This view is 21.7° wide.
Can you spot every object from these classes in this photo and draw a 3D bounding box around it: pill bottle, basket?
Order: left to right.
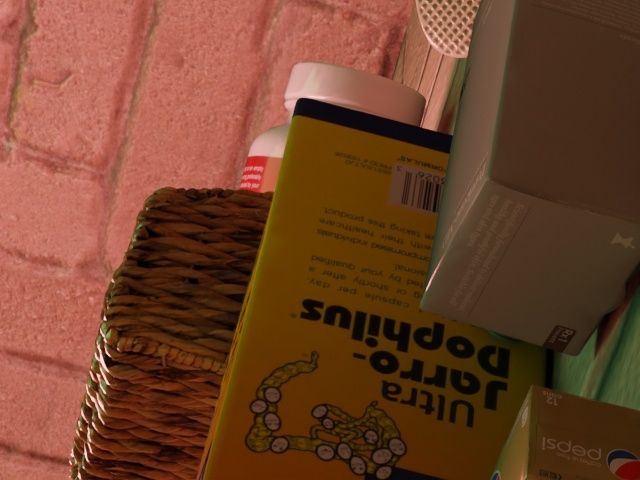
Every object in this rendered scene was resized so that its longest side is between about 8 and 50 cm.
[{"bbox_3d":[-0.035,0.106,1.375,0.223,0.299,0.213,107,177,-46],"label":"basket"},{"bbox_3d":[0.000,0.000,2.061,0.229,0.229,0.407,131,154,-85],"label":"pill bottle"}]

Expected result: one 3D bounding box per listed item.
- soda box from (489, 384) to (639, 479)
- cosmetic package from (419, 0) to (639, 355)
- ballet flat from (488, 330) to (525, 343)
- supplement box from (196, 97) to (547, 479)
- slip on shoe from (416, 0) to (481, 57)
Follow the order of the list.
[{"bbox_3d":[0.100,0.153,0.791,0.058,0.061,0.181,-79,4,-49],"label":"soda box"},{"bbox_3d":[0.132,-0.069,0.941,0.127,0.107,0.238,112,176,-49],"label":"cosmetic package"},{"bbox_3d":[0.133,-0.030,1.072,0.213,0.072,0.068,-77,7,-46],"label":"ballet flat"},{"bbox_3d":[0.031,0.105,1.098,0.356,0.195,0.194,-79,4,-47],"label":"supplement box"},{"bbox_3d":[0.179,-0.349,1.712,0.101,0.123,0.331,0,-78,-59],"label":"slip on shoe"}]
